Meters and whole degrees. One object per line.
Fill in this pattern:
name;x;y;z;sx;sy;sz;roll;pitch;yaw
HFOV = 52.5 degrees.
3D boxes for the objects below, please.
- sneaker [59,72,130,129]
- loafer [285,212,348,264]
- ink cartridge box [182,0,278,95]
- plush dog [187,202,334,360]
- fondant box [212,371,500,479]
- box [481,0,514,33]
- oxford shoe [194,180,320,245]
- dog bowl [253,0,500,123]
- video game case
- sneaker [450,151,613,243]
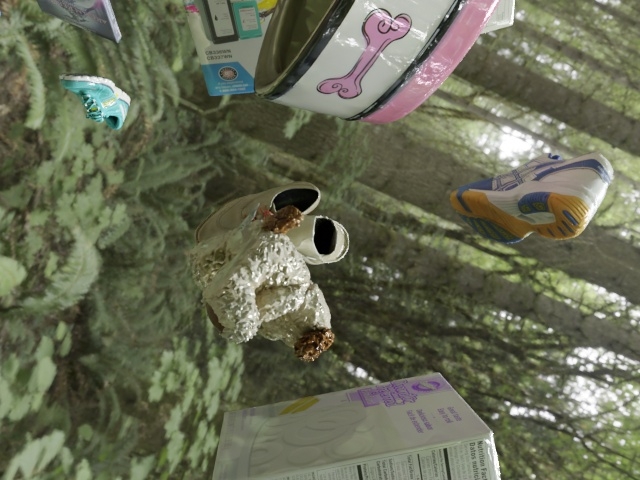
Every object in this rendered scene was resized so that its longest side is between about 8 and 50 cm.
sneaker;-0.599;-0.377;1.749;0.275;0.107;0.109;30;70;-74
loafer;0.000;0.000;1.346;0.269;0.092;0.101;12;84;-62
ink cartridge box;-0.104;-0.408;1.050;0.197;0.198;0.270;-84;167;-47
plush dog;-0.069;0.083;1.060;0.211;0.225;0.262;-38;-152;-4
fondant box;0.035;0.278;0.854;0.238;0.331;0.096;-132;-146;-83
box;0.246;-0.499;1.363;0.121;0.311;0.147;-127;-156;-50
oxford shoe;-0.162;-0.070;1.671;0.348;0.122;0.130;-27;-175;-10
dog bowl;0.079;-0.314;0.728;0.408;0.151;0.407;-53;-157;34
video game case;-0.551;-0.546;1.410;0.274;0.196;0.026;116;-4;-74
sneaker;0.335;-0.074;1.041;0.131;0.112;0.296;-48;-157;-16
